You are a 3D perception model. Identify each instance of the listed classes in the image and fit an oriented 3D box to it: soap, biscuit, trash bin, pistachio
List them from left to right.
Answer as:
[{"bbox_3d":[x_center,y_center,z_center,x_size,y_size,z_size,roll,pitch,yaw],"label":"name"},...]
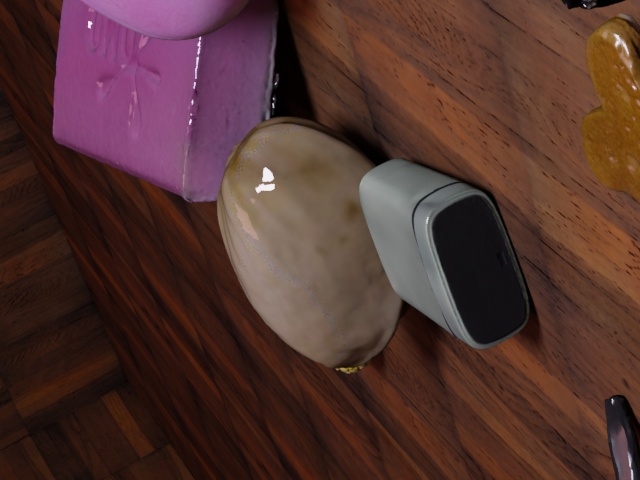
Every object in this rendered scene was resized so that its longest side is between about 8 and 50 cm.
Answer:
[{"bbox_3d":[-0.141,-0.148,1.491,0.259,0.081,0.181,24,110,52],"label":"soap"},{"bbox_3d":[0.000,0.000,1.382,0.153,0.138,0.238,9,136,29],"label":"pistachio"},{"bbox_3d":[0.086,0.006,1.232,0.130,0.059,0.116,33,146,66],"label":"trash bin"},{"bbox_3d":[0.198,-0.012,0.836,0.205,0.031,0.138,54,165,32],"label":"biscuit"}]

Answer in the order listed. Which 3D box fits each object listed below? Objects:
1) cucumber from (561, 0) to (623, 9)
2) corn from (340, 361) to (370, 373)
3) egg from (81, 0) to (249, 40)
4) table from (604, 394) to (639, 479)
[{"bbox_3d":[0.150,-0.172,0.620,0.072,0.081,0.303,19,163,-7],"label":"cucumber"},{"bbox_3d":[0.008,0.056,1.614,0.085,0.063,0.165,19,143,36],"label":"corn"},{"bbox_3d":[-0.144,-0.277,1.266,0.271,0.196,0.196,45,168,-7],"label":"egg"},{"bbox_3d":[0.185,0.239,1.024,0.317,0.317,0.249,-178,74,-75],"label":"table"}]
